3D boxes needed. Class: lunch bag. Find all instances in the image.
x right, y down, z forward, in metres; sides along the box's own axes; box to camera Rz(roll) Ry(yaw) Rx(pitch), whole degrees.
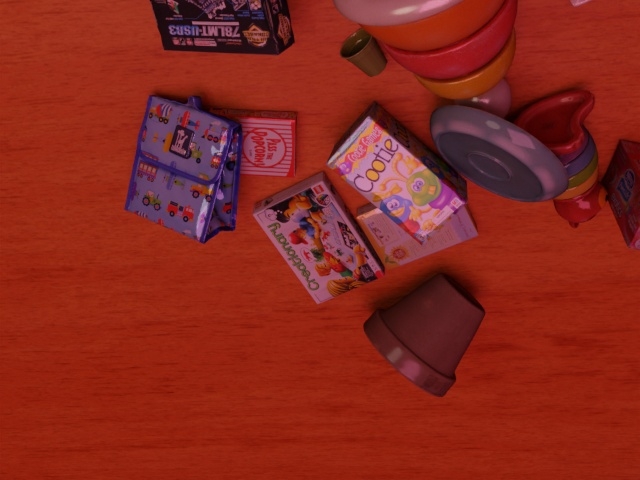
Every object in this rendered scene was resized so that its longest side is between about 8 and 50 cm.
[{"bbox_3d":[-0.288,-0.176,1.760,0.221,0.138,0.293,22,114,20],"label":"lunch bag"}]

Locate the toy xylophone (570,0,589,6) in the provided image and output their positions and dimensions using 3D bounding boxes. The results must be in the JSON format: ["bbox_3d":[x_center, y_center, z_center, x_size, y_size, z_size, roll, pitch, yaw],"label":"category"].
[{"bbox_3d":[0.496,-0.550,1.420,0.236,0.081,0.323,-26,159,28],"label":"toy xylophone"}]

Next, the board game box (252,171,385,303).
[{"bbox_3d":[0.000,0.000,1.920,0.193,0.053,0.305,-25,119,19],"label":"board game box"}]

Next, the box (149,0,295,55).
[{"bbox_3d":[-0.211,-0.504,1.519,0.295,0.073,0.293,10,130,31],"label":"box"}]

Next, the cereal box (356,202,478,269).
[{"bbox_3d":[0.228,-0.044,1.878,0.240,0.047,0.173,-22,118,17],"label":"cereal box"}]

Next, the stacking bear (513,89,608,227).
[{"bbox_3d":[0.533,-0.153,1.725,0.164,0.175,0.289,-1,139,37],"label":"stacking bear"}]

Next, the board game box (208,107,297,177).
[{"bbox_3d":[-0.150,-0.218,1.790,0.193,0.045,0.146,3,124,2],"label":"board game box"}]

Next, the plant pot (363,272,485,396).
[{"bbox_3d":[0.272,0.210,1.945,0.263,0.263,0.229,37,102,-19],"label":"plant pot"}]

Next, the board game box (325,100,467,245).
[{"bbox_3d":[0.168,-0.147,1.725,0.275,0.144,0.142,39,113,-9],"label":"board game box"}]

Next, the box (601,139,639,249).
[{"bbox_3d":[0.699,-0.093,1.687,0.128,0.257,0.122,10,126,-3],"label":"box"}]

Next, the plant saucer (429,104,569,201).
[{"bbox_3d":[0.357,-0.166,1.655,0.317,0.317,0.043,35,79,-18],"label":"plant saucer"}]

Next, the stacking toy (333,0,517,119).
[{"bbox_3d":[0.260,-0.384,1.534,0.351,0.350,0.480,-20,135,16],"label":"stacking toy"}]

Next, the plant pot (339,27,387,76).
[{"bbox_3d":[0.096,-0.381,1.652,0.083,0.083,0.079,-31,129,22],"label":"plant pot"}]
